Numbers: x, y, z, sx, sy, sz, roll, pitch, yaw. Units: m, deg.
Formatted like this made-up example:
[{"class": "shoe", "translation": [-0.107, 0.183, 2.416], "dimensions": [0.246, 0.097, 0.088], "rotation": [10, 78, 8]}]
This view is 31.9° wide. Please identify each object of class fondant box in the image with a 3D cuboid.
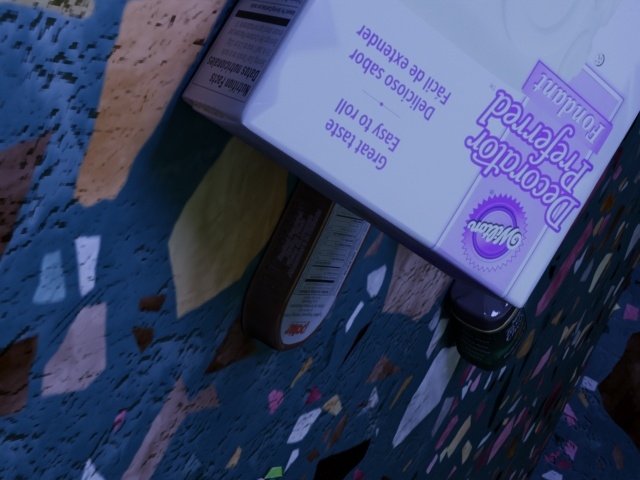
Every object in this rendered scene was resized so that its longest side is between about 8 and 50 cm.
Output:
[{"class": "fondant box", "translation": [0.106, -0.158, 0.677], "dimensions": [0.238, 0.096, 0.330], "rotation": [32, 89, -32]}]

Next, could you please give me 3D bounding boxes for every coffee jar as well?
[{"class": "coffee jar", "translation": [0.209, 0.087, 1.381], "dimensions": [0.096, 0.079, 0.184], "rotation": [-55, 157, -16]}]

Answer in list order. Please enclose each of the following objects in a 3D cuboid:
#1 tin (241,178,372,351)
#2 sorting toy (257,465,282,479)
[{"class": "tin", "translation": [0.000, 0.000, 0.880], "dimensions": [0.106, 0.040, 0.189], "rotation": [10, 107, -63]}, {"class": "sorting toy", "translation": [-0.064, 0.252, 1.066], "dimensions": [0.083, 0.012, 0.062], "rotation": [-42, 146, -33]}]
